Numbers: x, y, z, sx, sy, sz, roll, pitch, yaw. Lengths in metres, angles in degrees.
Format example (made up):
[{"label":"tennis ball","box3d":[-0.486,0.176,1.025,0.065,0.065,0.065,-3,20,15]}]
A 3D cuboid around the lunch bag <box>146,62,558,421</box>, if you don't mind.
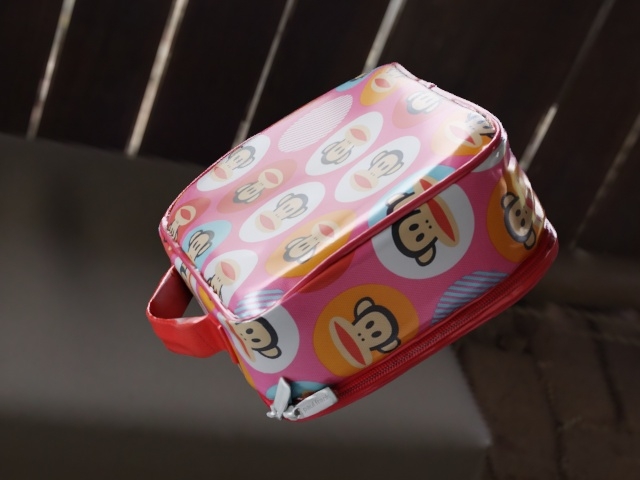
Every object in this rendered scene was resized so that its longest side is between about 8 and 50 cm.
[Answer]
[{"label":"lunch bag","box3d":[0.000,0.000,1.034,0.258,0.120,0.293,-33,22,-3]}]
